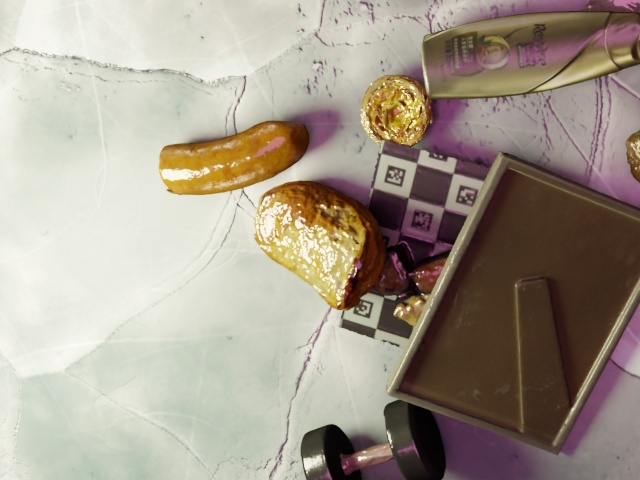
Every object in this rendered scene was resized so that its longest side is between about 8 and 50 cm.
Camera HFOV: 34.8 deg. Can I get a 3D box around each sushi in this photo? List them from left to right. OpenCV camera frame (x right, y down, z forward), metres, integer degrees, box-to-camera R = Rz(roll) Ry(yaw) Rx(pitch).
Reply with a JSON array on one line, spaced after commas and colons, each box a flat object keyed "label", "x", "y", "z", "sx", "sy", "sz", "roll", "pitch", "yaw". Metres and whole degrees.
[{"label": "sushi", "x": 0.218, "y": 0.048, "z": 1.701, "sx": 0.343, "sy": 0.064, "sz": 0.359, "roll": 17, "pitch": 109, "yaw": 12}]

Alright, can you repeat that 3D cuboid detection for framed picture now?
[{"label": "framed picture", "x": 0.341, "y": 0.114, "z": 1.663, "sx": 0.326, "sy": 0.028, "sz": 0.446, "roll": 21, "pitch": 106, "yaw": -10}]

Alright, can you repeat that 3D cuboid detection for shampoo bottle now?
[{"label": "shampoo bottle", "x": 0.339, "y": -0.295, "z": 1.611, "sx": 0.350, "sy": 0.084, "sz": 0.125, "roll": -3, "pitch": 95, "yaw": 21}]

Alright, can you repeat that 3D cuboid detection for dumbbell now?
[{"label": "dumbbell", "x": 0.091, "y": 0.370, "z": 1.761, "sx": 0.218, "sy": 0.152, "sz": 0.152, "roll": -22, "pitch": 92, "yaw": 17}]

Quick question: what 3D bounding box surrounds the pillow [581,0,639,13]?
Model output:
[{"label": "pillow", "x": 0.535, "y": -0.338, "z": 1.590, "sx": 0.230, "sy": 0.050, "sz": 0.148, "roll": 43, "pitch": 115, "yaw": 6}]

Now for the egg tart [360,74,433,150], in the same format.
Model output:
[{"label": "egg tart", "x": 0.129, "y": -0.216, "z": 1.713, "sx": 0.129, "sy": 0.049, "sz": 0.128, "roll": 4, "pitch": 102, "yaw": 18}]

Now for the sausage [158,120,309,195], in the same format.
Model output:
[{"label": "sausage", "x": -0.148, "y": -0.143, "z": 1.771, "sx": 0.270, "sy": 0.109, "sz": 0.109, "roll": -14, "pitch": 95, "yaw": 17}]

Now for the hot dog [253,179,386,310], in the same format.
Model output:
[{"label": "hot dog", "x": 0.003, "y": 0.001, "z": 1.741, "sx": 0.259, "sy": 0.114, "sz": 0.175, "roll": 39, "pitch": 119, "yaw": 32}]

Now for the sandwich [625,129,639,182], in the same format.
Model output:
[{"label": "sandwich", "x": 0.645, "y": -0.178, "z": 1.551, "sx": 0.254, "sy": 0.288, "sz": 0.099, "roll": -31, "pitch": 99, "yaw": -27}]
